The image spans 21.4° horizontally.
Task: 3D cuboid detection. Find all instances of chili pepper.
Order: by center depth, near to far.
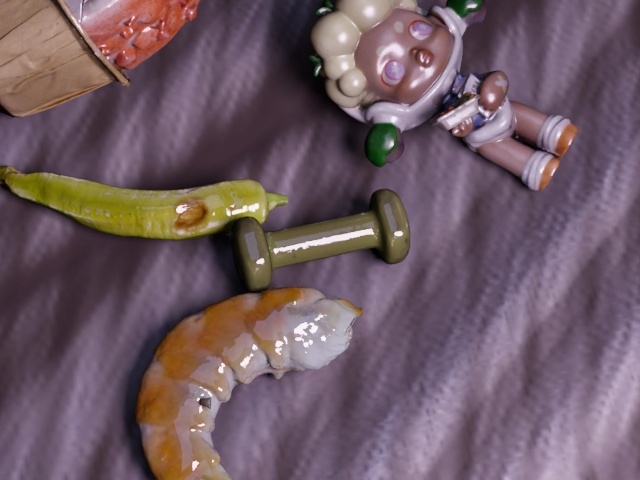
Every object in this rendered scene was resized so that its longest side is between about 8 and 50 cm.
[{"bbox_3d":[-0.127,-0.025,1.142,0.208,0.043,0.049,5,74,3],"label":"chili pepper"}]

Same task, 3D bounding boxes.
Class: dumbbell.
[{"bbox_3d":[0.000,0.000,1.120,0.118,0.046,0.052,-11,77,-11],"label":"dumbbell"}]

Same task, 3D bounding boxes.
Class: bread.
[{"bbox_3d":[-0.184,-0.206,1.196,0.212,0.142,0.224,-35,67,-2],"label":"bread"}]

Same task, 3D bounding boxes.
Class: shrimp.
[{"bbox_3d":[-0.034,0.110,1.066,0.161,0.049,0.166,-16,64,-6],"label":"shrimp"}]

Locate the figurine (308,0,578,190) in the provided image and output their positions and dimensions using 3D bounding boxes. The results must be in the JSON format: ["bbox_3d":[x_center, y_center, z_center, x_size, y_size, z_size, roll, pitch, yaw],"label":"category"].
[{"bbox_3d":[0.081,-0.107,1.160,0.197,0.093,0.147,28,76,13],"label":"figurine"}]
